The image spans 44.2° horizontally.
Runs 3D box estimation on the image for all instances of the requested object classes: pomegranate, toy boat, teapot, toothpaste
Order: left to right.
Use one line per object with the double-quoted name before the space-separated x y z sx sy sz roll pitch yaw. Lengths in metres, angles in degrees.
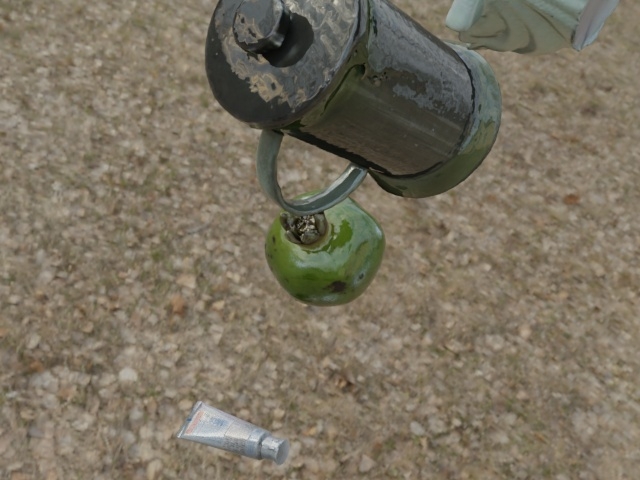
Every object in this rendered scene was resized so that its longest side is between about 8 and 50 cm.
"toothpaste" -0.174 0.385 1.566 0.234 0.057 0.089 13 51 26
"pomegranate" -0.002 0.001 1.181 0.187 0.187 0.225 40 -7 24
"teapot" 0.022 -0.151 0.855 0.200 0.270 0.337 39 14 34
"toy boat" 0.193 -0.225 0.629 0.100 0.199 0.290 32 36 18
